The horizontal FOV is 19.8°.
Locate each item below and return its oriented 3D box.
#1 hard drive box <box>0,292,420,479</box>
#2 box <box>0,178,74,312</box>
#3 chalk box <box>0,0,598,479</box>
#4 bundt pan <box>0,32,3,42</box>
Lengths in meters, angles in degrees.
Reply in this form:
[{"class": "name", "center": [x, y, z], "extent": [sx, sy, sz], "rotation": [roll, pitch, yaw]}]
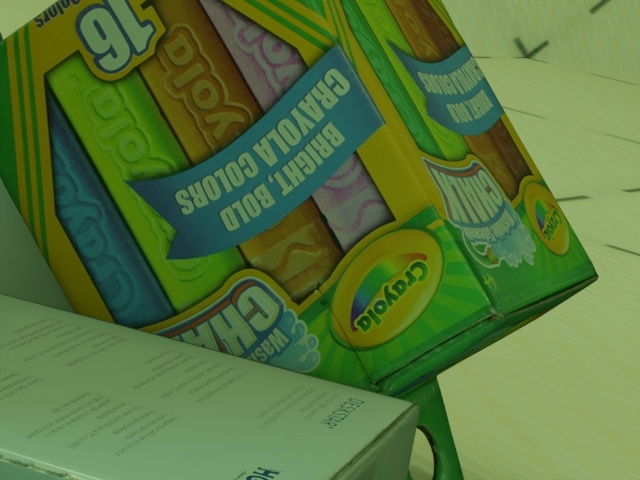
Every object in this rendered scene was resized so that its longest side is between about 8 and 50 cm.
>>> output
[{"class": "hard drive box", "center": [-0.100, 0.093, 0.697], "extent": [0.232, 0.089, 0.181], "rotation": [13, 13, 16]}, {"class": "box", "center": [-0.132, 0.001, 0.944], "extent": [0.091, 0.130, 0.170], "rotation": [-31, -2, 20]}, {"class": "chalk box", "center": [0.000, 0.000, 0.855], "extent": [0.179, 0.289, 0.180], "rotation": [-33, -6, 21]}, {"class": "bundt pan", "center": [-0.326, -0.096, 1.035], "extent": [0.331, 0.124, 0.331], "rotation": [23, -21, 10]}]
